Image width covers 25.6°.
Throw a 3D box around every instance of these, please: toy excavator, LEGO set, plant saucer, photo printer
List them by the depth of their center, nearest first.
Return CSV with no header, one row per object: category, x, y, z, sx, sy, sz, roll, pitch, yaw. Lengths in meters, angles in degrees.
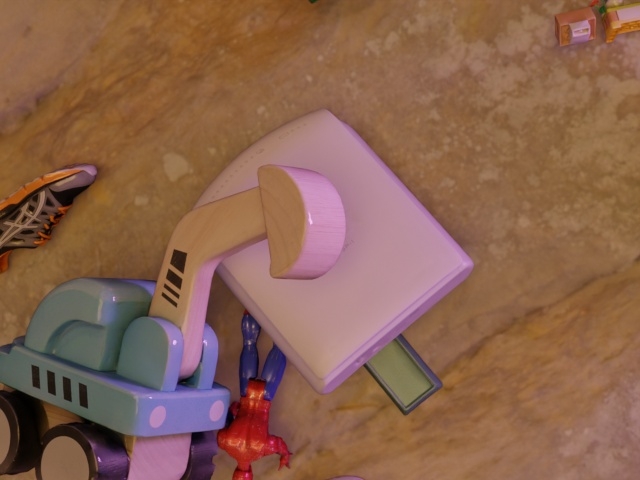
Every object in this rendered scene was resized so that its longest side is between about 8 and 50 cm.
toy excavator,-0.198,0.103,1.694,0.433,0.222,0.445,14,97,36
LEGO set,0.425,-0.332,1.749,0.287,0.132,0.107,-21,73,30
photo printer,0.000,0.000,1.776,0.256,0.107,0.307,-39,74,-5
plant saucer,0.076,0.139,1.855,0.067,0.018,0.192,-40,87,7

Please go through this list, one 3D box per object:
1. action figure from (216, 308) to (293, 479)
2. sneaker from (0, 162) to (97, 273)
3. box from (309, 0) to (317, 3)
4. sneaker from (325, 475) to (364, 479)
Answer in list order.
action figure,-0.076,0.194,1.848,0.092,0.139,0.280,8,71,8
sneaker,-0.379,-0.033,1.869,0.215,0.084,0.083,-31,92,17
box,-0.032,-0.429,1.714,0.127,0.262,0.231,-29,89,7
sneaker,-0.066,0.377,1.830,0.283,0.124,0.107,-19,90,7
